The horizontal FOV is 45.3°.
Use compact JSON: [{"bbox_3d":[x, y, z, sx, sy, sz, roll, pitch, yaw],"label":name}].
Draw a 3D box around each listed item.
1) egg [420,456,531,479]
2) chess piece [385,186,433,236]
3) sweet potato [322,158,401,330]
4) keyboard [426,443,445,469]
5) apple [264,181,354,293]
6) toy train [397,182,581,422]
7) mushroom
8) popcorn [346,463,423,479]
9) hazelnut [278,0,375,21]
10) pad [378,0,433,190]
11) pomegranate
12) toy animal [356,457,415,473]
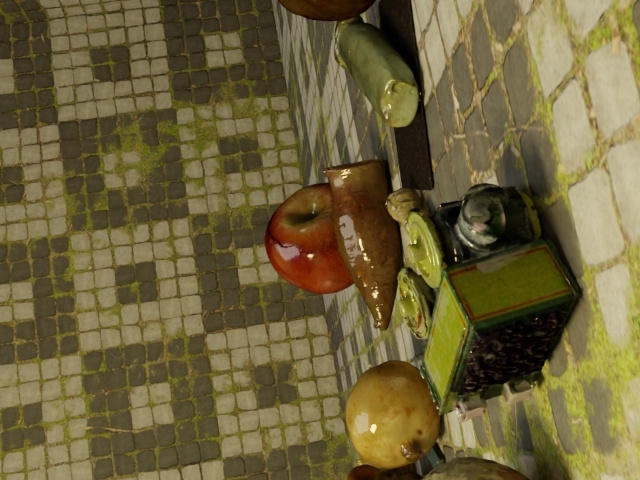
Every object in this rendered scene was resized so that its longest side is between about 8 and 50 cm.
[{"bbox_3d":[0.173,0.340,0.849,0.233,0.195,0.194,119,145,-56],"label":"egg"},{"bbox_3d":[0.150,-0.027,1.182,0.172,0.060,0.060,-113,15,-64],"label":"chess piece"},{"bbox_3d":[0.092,0.005,1.464,0.131,0.131,0.336,117,143,-80],"label":"sweet potato"},{"bbox_3d":[0.206,0.391,1.449,0.176,0.014,0.055,-119,21,-74],"label":"keyboard"},{"bbox_3d":[0.000,0.000,1.759,0.272,0.252,0.206,47,164,51],"label":"apple"},{"bbox_3d":[0.167,0.061,0.806,0.261,0.134,0.177,88,163,-55],"label":"toy train"},{"bbox_3d":[0.090,-0.284,1.248,0.312,0.081,0.100,-114,13,-54],"label":"mushroom"},{"bbox_3d":[0.135,0.576,1.480,0.265,0.225,0.332,-124,13,-65],"label":"popcorn"},{"bbox_3d":[0.025,-0.458,1.214,0.234,0.218,0.218,150,113,-63],"label":"hazelnut"},{"bbox_3d":[0.136,-0.244,1.245,0.220,0.004,0.330,-141,43,-82],"label":"pad"},{"bbox_3d":[0.131,0.313,1.344,0.196,0.196,0.196,171,90,-84],"label":"pomegranate"},{"bbox_3d":[0.146,0.536,1.715,0.229,0.156,0.156,71,-174,-59],"label":"toy animal"}]
